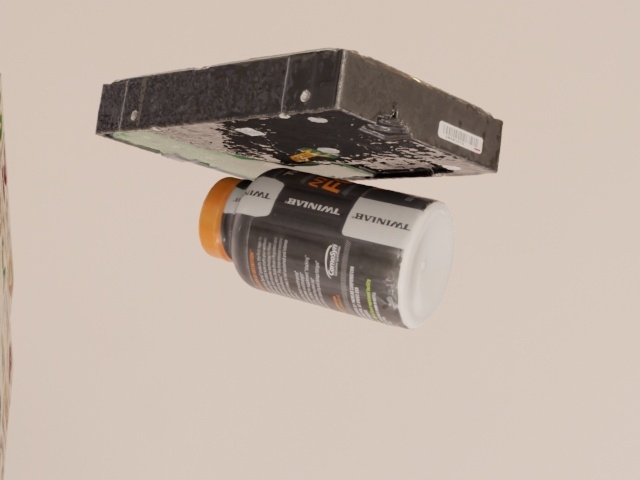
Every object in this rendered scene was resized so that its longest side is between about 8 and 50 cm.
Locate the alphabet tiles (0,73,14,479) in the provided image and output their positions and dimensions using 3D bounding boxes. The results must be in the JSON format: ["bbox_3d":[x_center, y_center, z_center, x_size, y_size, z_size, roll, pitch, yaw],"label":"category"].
[{"bbox_3d":[-0.266,0.034,1.016,0.011,0.343,0.285,0,-143,-10],"label":"alphabet tiles"}]

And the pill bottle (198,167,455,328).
[{"bbox_3d":[0.000,0.000,1.258,0.245,0.130,0.130,13,-126,26],"label":"pill bottle"}]

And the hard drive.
[{"bbox_3d":[-0.026,-0.113,1.222,0.236,0.338,0.064,16,-102,-44],"label":"hard drive"}]
